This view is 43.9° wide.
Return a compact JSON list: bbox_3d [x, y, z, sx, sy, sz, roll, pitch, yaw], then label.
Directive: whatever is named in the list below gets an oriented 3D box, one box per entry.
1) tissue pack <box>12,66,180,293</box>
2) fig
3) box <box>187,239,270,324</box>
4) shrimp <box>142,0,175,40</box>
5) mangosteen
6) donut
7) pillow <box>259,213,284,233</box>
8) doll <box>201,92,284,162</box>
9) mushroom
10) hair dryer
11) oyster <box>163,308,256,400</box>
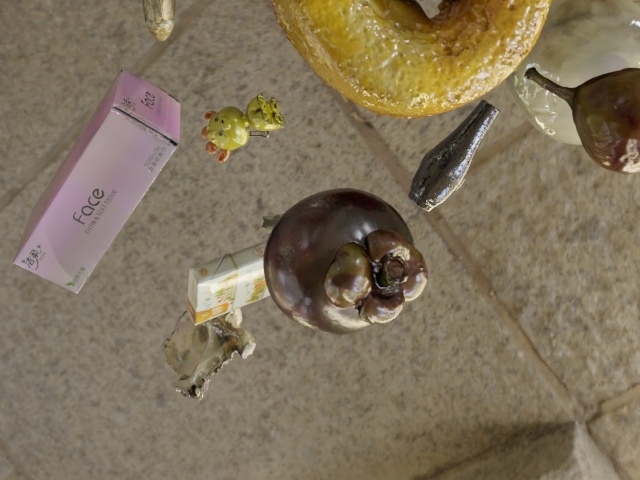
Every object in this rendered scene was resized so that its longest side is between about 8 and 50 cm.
[{"bbox_3d":[-0.275,-0.075,0.988,0.092,0.148,0.246,31,109,-24],"label":"tissue pack"},{"bbox_3d":[0.506,-0.255,1.401,0.190,0.190,0.290,-44,54,28],"label":"fig"},{"bbox_3d":[-0.059,0.034,0.996,0.032,0.220,0.122,60,157,22],"label":"box"},{"bbox_3d":[-0.225,-0.362,1.058,0.051,0.217,0.150,-8,77,-13],"label":"shrimp"},{"bbox_3d":[0.025,0.020,0.641,0.140,0.140,0.140,7,112,18],"label":"mangosteen"},{"bbox_3d":[0.080,-0.226,0.692,0.253,0.118,0.254,0,103,0],"label":"donut"},{"bbox_3d":[0.000,0.000,1.566,0.148,0.229,0.050,11,80,32],"label":"pillow"},{"bbox_3d":[-0.216,-0.299,2.061,0.221,0.135,0.143,-24,81,23],"label":"doll"},{"bbox_3d":[0.535,-0.329,1.616,0.315,0.356,0.315,-3,71,9],"label":"mushroom"},{"bbox_3d":[0.220,-0.142,1.329,0.075,0.219,0.195,36,100,2],"label":"hair dryer"},{"bbox_3d":[-0.154,0.160,1.166,0.191,0.081,0.163,10,85,57],"label":"oyster"}]
